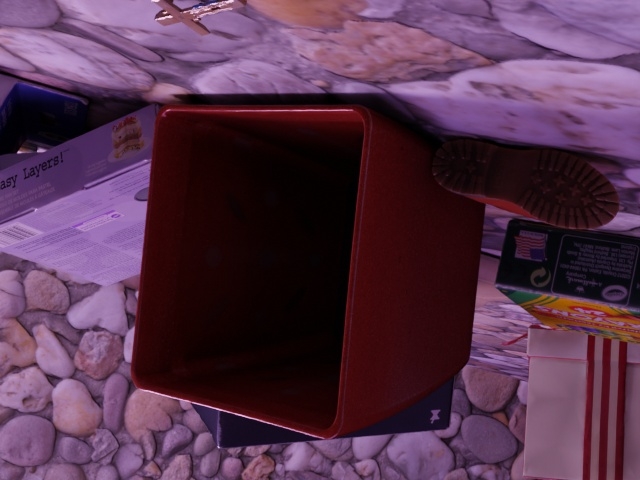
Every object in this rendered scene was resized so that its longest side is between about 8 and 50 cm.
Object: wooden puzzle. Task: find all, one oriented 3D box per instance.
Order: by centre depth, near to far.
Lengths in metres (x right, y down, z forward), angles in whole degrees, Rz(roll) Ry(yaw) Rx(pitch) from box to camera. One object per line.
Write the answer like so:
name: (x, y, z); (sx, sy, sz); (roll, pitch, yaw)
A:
wooden puzzle: (-0.400, -0.127, 1.551); (0.049, 0.006, 0.083); (15, 172, -11)
wooden puzzle: (0.184, 0.042, 1.627); (0.221, 0.044, 0.239); (17, 167, -16)

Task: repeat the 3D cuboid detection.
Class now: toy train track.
toy train track: (-0.081, -0.158, 0.788); (0.083, 0.014, 0.048); (-2, 156, 43)

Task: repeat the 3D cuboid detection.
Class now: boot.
boot: (0.181, -0.045, 0.989); (0.158, 0.059, 0.085); (19, 178, 27)

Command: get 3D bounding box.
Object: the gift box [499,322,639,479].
gift box: (0.403, 0.234, 1.762); (0.276, 0.258, 0.255); (5, 171, 8)

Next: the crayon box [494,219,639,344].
crayon box: (0.342, 0.064, 1.355); (0.202, 0.081, 0.318); (9, 171, 26)

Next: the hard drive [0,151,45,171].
hard drive: (-0.305, -0.069, 1.429); (0.210, 0.040, 0.319); (-5, 178, -21)

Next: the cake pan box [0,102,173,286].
cake pan box: (-0.212, -0.036, 1.266); (0.267, 0.070, 0.246); (-21, 156, 23)

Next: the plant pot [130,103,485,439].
plant pot: (0.010, 0.022, 1.090); (0.267, 0.267, 0.236); (6, -179, 43)

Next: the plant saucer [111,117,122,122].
plant saucer: (-0.183, -0.114, 1.251); (0.084, 0.013, 0.083); (13, 172, 2)

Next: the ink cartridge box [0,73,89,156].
ink cartridge box: (-0.429, -0.141, 1.295); (0.330, 0.071, 0.324); (17, 171, -10)

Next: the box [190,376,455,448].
box: (-0.022, 0.110, 1.452); (0.296, 0.182, 0.294); (-1, -164, -22)
